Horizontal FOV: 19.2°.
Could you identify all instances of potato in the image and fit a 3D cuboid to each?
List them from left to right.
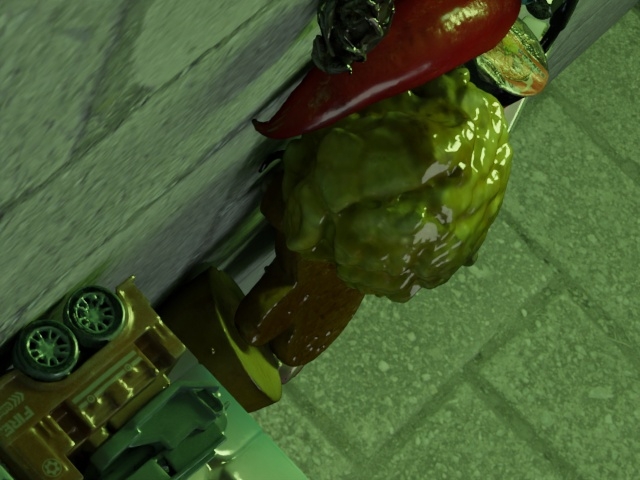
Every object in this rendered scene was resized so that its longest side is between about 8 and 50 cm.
[{"bbox_3d":[-0.147,0.140,2.178,0.158,0.178,0.203,-29,-158,5],"label":"potato"}]

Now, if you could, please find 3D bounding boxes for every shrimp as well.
[{"bbox_3d":[0.027,-0.167,1.425,0.065,0.056,0.165,-37,172,-10],"label":"shrimp"}]

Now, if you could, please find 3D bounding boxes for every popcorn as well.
[{"bbox_3d":[0.067,-0.064,1.844,0.249,0.225,0.249,-42,146,-37],"label":"popcorn"}]

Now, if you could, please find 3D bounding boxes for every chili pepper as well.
[{"bbox_3d":[0.087,-0.188,1.707,0.137,0.092,0.368,-23,-176,41],"label":"chili pepper"}]

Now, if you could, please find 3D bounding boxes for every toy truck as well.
[{"bbox_3d":[-0.240,0.195,1.585,0.338,0.184,0.133,-41,174,-32],"label":"toy truck"}]

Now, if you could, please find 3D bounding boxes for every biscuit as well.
[{"bbox_3d":[-0.001,-0.001,2.143,0.283,0.064,0.432,-41,158,-27],"label":"biscuit"}]

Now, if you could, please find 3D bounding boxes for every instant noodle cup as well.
[{"bbox_3d":[0.177,-0.190,2.218,0.135,0.127,0.127,-37,-178,43],"label":"instant noodle cup"}]

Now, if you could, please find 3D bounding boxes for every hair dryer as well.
[{"bbox_3d":[0.284,-0.281,2.244,0.195,0.075,0.219,-51,166,-32],"label":"hair dryer"}]

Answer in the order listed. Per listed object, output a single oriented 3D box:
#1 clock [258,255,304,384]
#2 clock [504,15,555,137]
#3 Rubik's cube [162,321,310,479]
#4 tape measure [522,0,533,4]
[{"bbox_3d":[0.013,0.022,2.469,0.284,0.114,0.309,-56,178,22],"label":"clock"},{"bbox_3d":[0.228,-0.171,2.604,0.253,0.083,0.186,-62,176,-24],"label":"clock"},{"bbox_3d":[-0.230,0.287,1.865,0.292,0.290,0.291,-46,175,33],"label":"Rubik's cube"},{"bbox_3d":[0.218,-0.290,1.829,0.146,0.081,0.125,-39,170,-44],"label":"tape measure"}]
